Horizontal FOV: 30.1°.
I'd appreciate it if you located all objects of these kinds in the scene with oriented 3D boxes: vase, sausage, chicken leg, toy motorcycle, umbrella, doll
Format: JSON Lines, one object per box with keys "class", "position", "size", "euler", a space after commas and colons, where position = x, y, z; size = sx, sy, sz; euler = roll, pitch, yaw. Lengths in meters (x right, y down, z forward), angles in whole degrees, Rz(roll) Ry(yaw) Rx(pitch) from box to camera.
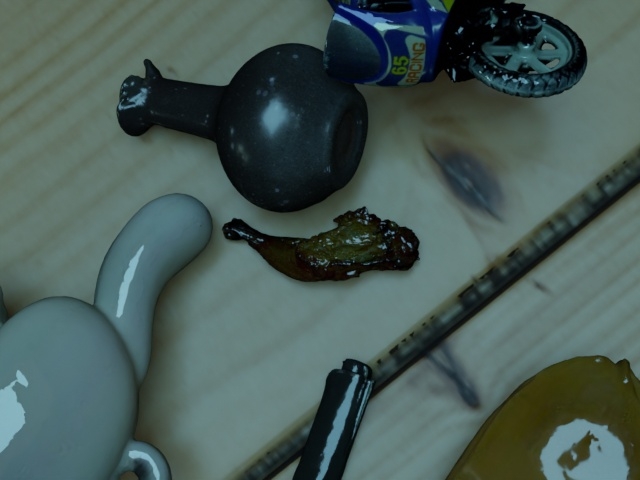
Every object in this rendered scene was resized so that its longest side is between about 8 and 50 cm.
{"class": "vase", "position": [-0.061, -0.089, 0.857], "size": [0.183, 0.120, 0.120], "euler": [14, 82, 21]}
{"class": "sausage", "position": [0.113, 0.234, 0.787], "size": [0.134, 0.116, 0.354], "euler": [33, 82, 23]}
{"class": "chicken leg", "position": [0.000, 0.004, 0.870], "size": [0.145, 0.037, 0.062], "euler": [-4, 59, 3]}
{"class": "toy motorcycle", "position": [0.045, -0.194, 0.826], "size": [0.169, 0.113, 0.315], "euler": [-18, 53, -21]}
{"class": "umbrella", "position": [0.004, 0.148, 0.849], "size": [0.036, 0.031, 0.133], "euler": [20, 82, 6]}
{"class": "doll", "position": [-0.277, 0.117, 0.816], "size": [0.365, 0.187, 0.376], "euler": [16, 55, -1]}
